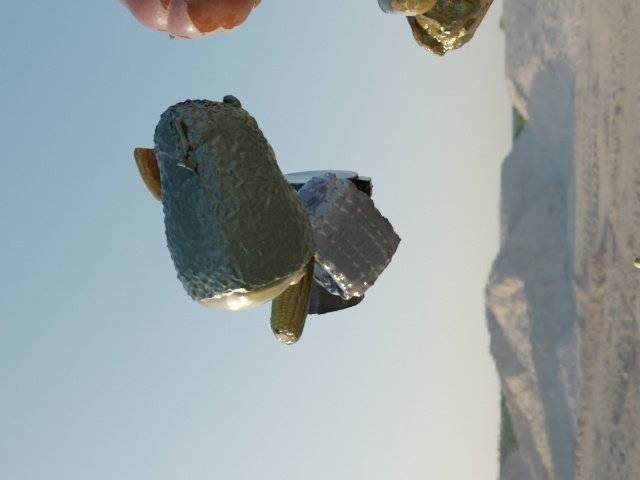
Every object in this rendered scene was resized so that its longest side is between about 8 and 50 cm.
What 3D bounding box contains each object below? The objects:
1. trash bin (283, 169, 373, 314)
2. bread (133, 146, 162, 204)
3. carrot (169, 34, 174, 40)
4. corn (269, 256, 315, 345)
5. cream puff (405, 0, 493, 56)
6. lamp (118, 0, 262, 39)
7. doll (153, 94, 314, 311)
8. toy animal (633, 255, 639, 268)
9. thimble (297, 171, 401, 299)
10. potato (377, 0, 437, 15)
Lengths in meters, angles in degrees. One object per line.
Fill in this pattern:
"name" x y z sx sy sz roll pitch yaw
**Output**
"trash bin" 0.000 0.000 1.961 0.203 0.252 0.301 -62 -31 -76
"bread" -0.373 -0.151 2.034 0.154 0.054 0.135 -1 -89 -34
"carrot" -0.323 -0.549 1.919 0.072 0.072 0.204 -59 -19 -67
"corn" -0.057 0.094 1.618 0.080 0.080 0.231 78 -165 -46
"cream puff" 0.278 -0.511 1.805 0.196 0.244 0.244 59 -174 13
"lamp" -0.245 -0.494 1.567 0.239 0.306 0.305 112 168 -57
"doll" -0.149 -0.064 1.391 0.247 0.248 0.349 -52 -59 -71
"toy animal" 0.439 -0.028 1.017 0.070 0.083 0.159 45 -114 -39
"thimble" 0.032 -0.010 1.709 0.172 0.236 0.205 -47 10 -10
"potato" 0.168 -0.470 1.644 0.170 0.107 0.079 -115 13 -71
